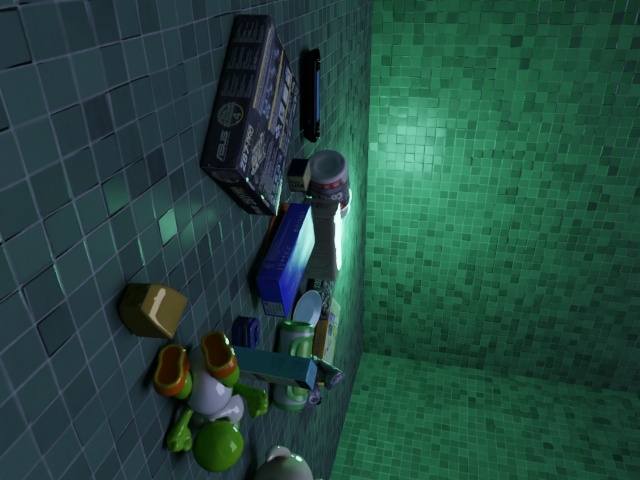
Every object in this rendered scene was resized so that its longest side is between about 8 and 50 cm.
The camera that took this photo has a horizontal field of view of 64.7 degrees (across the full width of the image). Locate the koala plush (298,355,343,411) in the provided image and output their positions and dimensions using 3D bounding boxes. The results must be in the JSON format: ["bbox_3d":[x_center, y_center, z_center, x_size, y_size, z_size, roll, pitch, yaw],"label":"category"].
[{"bbox_3d":[-0.047,0.593,2.059,0.221,0.203,0.196,-57,171,-18],"label":"koala plush"}]

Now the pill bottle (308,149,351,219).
[{"bbox_3d":[0.038,-0.208,2.003,0.283,0.162,0.161,76,24,-56],"label":"pill bottle"}]

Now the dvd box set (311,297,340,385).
[{"bbox_3d":[0.024,0.505,2.504,0.307,0.062,0.419,57,40,-70],"label":"dvd box set"}]

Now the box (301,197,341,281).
[{"bbox_3d":[0.000,0.000,1.976,0.121,0.148,0.310,-68,161,-52],"label":"box"}]

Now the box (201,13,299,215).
[{"bbox_3d":[-0.155,-0.294,1.263,0.318,0.097,0.394,59,39,-72],"label":"box"}]

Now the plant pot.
[{"bbox_3d":[-0.296,0.114,0.873,0.083,0.081,0.081,59,37,-50],"label":"plant pot"}]

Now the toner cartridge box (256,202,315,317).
[{"bbox_3d":[-0.099,0.054,1.576,0.347,0.075,0.165,-70,162,-45],"label":"toner cartridge box"}]

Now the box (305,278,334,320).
[{"bbox_3d":[0.012,0.176,2.261,0.242,0.077,0.307,70,29,-63],"label":"box"}]

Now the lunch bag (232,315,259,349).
[{"bbox_3d":[-0.199,0.254,1.388,0.067,0.065,0.098,-55,149,-65],"label":"lunch bag"}]

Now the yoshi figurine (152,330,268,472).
[{"bbox_3d":[-0.229,0.370,1.079,0.203,0.204,0.362,-53,153,-37],"label":"yoshi figurine"}]

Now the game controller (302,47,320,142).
[{"bbox_3d":[-0.022,-0.517,1.811,0.166,0.067,0.318,-58,152,-63],"label":"game controller"}]

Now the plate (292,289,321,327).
[{"bbox_3d":[-0.059,0.288,2.021,0.188,0.024,0.188,-26,123,-49],"label":"plate"}]

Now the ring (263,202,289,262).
[{"bbox_3d":[-0.123,0.042,1.705,0.336,0.032,0.336,7,90,-78],"label":"ring"}]

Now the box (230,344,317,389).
[{"bbox_3d":[-0.138,0.319,1.279,0.100,0.245,0.060,73,27,-61],"label":"box"}]

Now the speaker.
[{"bbox_3d":[-0.097,0.441,1.797,0.131,0.131,0.296,8,88,-77],"label":"speaker"}]

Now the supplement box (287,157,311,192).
[{"bbox_3d":[-0.072,-0.225,1.747,0.083,0.056,0.083,80,20,-50],"label":"supplement box"}]

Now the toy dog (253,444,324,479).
[{"bbox_3d":[-0.128,0.882,1.530,0.408,0.285,0.394,-56,149,-61],"label":"toy dog"}]
